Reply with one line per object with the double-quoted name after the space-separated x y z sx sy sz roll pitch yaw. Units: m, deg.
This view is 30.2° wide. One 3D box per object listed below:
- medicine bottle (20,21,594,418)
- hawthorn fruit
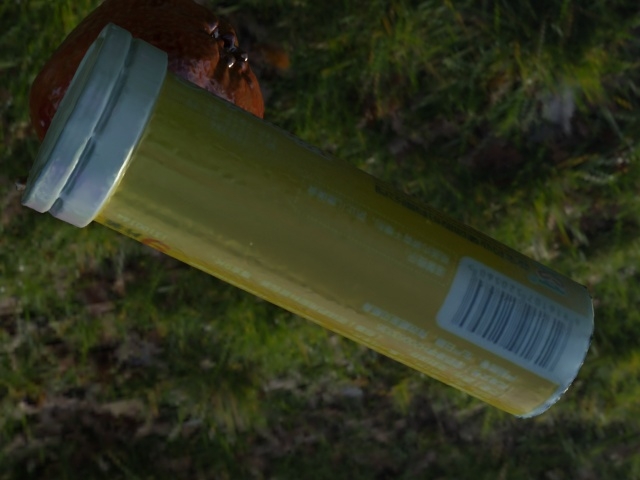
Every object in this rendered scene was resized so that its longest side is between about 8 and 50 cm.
0.000 0.000 0.455 0.218 0.074 0.074 27 128 -16 "medicine bottle"
-0.183 -0.117 1.120 0.253 0.205 0.205 -31 142 15 "hawthorn fruit"
